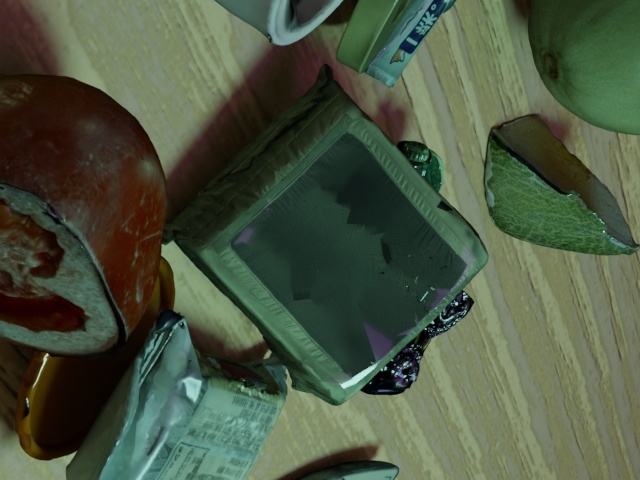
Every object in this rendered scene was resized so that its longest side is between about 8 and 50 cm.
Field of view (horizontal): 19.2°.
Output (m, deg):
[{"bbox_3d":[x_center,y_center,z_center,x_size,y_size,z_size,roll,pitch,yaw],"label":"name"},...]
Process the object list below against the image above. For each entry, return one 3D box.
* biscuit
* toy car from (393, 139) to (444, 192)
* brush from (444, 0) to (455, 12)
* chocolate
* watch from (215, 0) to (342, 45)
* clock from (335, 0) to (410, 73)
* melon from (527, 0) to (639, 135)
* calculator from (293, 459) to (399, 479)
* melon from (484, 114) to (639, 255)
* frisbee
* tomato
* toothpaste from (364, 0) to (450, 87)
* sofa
[{"bbox_3d":[-0.114,0.160,1.630,0.186,0.079,0.309,-63,159,0],"label":"biscuit"},{"bbox_3d":[0.033,-0.048,1.710,0.186,0.058,0.093,-5,116,-40],"label":"toy car"},{"bbox_3d":[0.160,-0.288,1.710,0.043,0.032,0.193,19,99,-59],"label":"brush"},{"bbox_3d":[0.089,0.100,1.931,0.147,0.072,0.070,-46,-171,-7],"label":"chocolate"},{"bbox_3d":[-0.045,-0.251,1.344,0.244,0.196,0.231,-51,170,-17],"label":"watch"},{"bbox_3d":[0.081,-0.242,1.545,0.235,0.029,0.235,-58,179,-2],"label":"clock"},{"bbox_3d":[0.341,-0.235,1.806,0.308,0.271,0.272,-59,151,-16],"label":"melon"},{"bbox_3d":[-0.027,0.319,1.965,0.268,0.040,0.177,-16,129,-48],"label":"calculator"},{"bbox_3d":[0.237,-0.043,1.976,0.139,0.202,0.093,-41,-169,47],"label":"melon"},{"bbox_3d":[-0.187,0.089,1.528,0.192,0.035,0.192,-47,155,-29],"label":"frisbee"},{"bbox_3d":[-0.191,-0.033,1.322,0.214,0.180,0.155,87,26,-54],"label":"tomato"},{"bbox_3d":[0.106,-0.229,1.683,0.205,0.036,0.056,-58,148,7],"label":"toothpaste"},{"bbox_3d":[0.000,0.000,1.617,0.210,0.225,0.176,-46,-168,-6],"label":"sofa"}]
